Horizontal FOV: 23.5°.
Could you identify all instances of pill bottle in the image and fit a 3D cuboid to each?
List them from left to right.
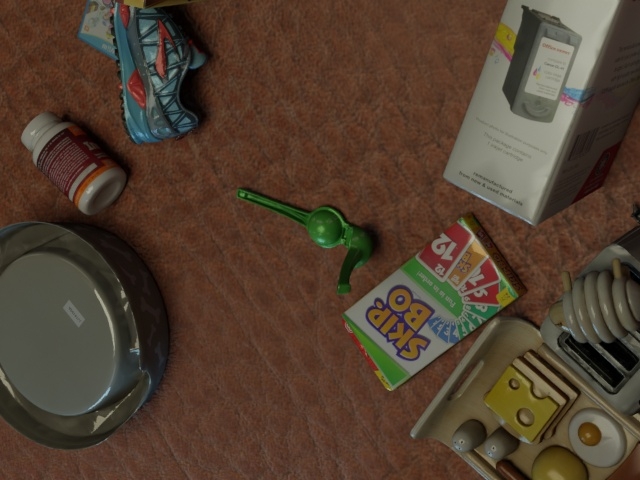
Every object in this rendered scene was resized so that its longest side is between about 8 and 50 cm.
[{"bbox_3d":[-0.359,-0.115,2.220,0.152,0.086,0.086,43,121,16],"label":"pill bottle"}]

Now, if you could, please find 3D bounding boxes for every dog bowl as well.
[{"bbox_3d":[-0.374,0.131,2.282,0.348,0.102,0.349,9,107,30],"label":"dog bowl"}]

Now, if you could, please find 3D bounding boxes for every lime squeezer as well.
[{"bbox_3d":[0.000,0.000,2.020,0.310,0.110,0.059,43,144,52],"label":"lime squeezer"}]

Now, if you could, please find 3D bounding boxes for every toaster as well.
[{"bbox_3d":[0.367,0.086,1.797,0.185,0.110,0.168,45,120,16],"label":"toaster"}]

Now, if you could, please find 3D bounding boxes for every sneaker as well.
[{"bbox_3d":[-0.215,-0.265,2.096,0.125,0.104,0.262,-4,109,1],"label":"sneaker"}]

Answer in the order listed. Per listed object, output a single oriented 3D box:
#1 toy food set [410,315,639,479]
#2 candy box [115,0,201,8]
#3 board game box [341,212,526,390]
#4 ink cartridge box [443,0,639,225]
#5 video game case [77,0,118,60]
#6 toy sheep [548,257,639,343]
[{"bbox_3d":[0.278,0.266,1.909,0.306,0.092,0.220,41,120,17],"label":"toy food set"},{"bbox_3d":[-0.187,-0.363,1.989,0.053,0.186,0.109,16,111,29],"label":"candy box"},{"bbox_3d":[0.136,0.087,1.992,0.259,0.039,0.124,-41,78,35],"label":"board game box"},{"bbox_3d":[0.280,-0.194,1.713,0.131,0.226,0.306,28,114,22],"label":"ink cartridge box"},{"bbox_3d":[-0.274,-0.334,2.154,0.119,0.015,0.166,31,117,22],"label":"video game case"},{"bbox_3d":[0.316,0.071,1.710,0.132,0.091,0.091,-17,92,28],"label":"toy sheep"}]
